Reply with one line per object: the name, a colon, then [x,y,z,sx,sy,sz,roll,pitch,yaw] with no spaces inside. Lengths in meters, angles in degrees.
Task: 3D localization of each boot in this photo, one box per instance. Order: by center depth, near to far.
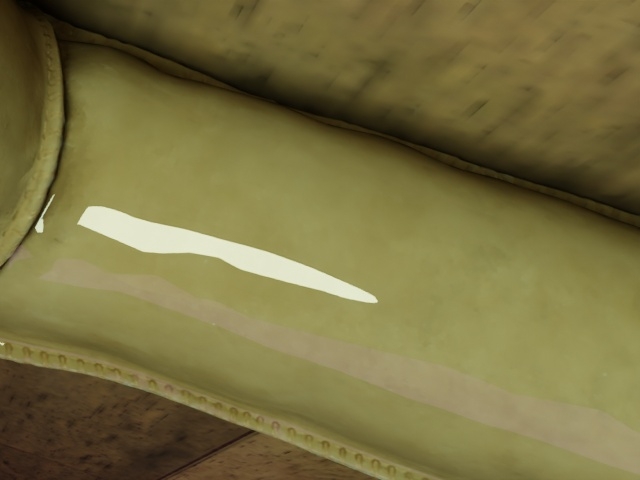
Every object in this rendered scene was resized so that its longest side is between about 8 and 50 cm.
boot: [0.000,0.000,0.324,0.269,0.089,0.236,20,177,-4]
